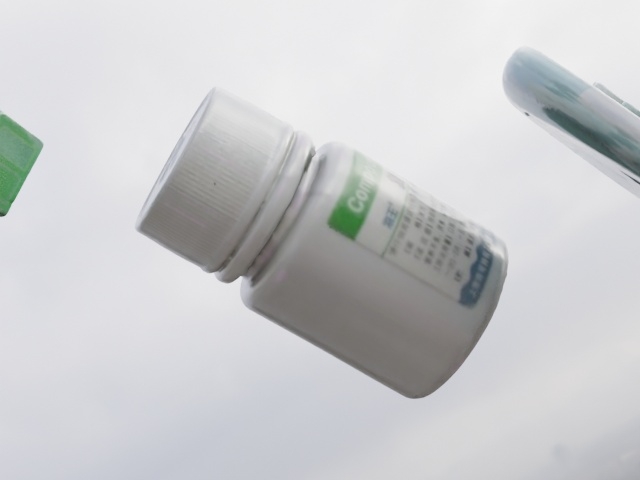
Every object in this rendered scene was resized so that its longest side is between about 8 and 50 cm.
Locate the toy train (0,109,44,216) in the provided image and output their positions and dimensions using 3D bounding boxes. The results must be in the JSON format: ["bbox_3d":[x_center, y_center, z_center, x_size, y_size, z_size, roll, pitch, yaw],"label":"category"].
[{"bbox_3d":[-0.294,-0.079,0.896,0.085,0.119,0.251,8,-24,44],"label":"toy train"}]

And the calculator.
[{"bbox_3d":[0.204,-0.053,0.892,0.042,0.184,0.295,-54,27,8],"label":"calculator"}]

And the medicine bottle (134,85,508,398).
[{"bbox_3d":[0.000,0.000,0.975,0.139,0.237,0.139,-58,9,15],"label":"medicine bottle"}]
